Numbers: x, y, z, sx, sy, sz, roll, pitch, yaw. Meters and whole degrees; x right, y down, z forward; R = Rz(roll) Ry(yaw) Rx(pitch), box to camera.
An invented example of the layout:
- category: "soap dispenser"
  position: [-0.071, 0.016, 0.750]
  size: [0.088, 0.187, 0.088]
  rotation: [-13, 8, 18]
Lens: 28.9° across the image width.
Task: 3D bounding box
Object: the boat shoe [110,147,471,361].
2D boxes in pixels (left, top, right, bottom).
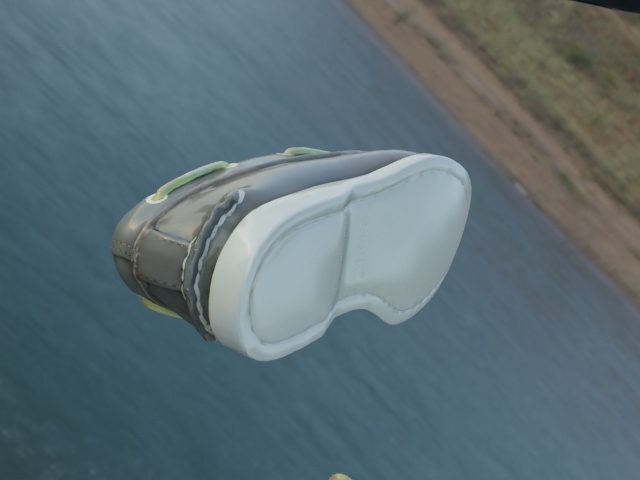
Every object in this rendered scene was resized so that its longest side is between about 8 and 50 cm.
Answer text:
- category: "boat shoe"
  position: [0.001, -0.004, 0.722]
  size: [0.091, 0.109, 0.305]
  rotation: [18, 14, 25]

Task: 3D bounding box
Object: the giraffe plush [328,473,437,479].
- category: "giraffe plush"
  position: [0.060, 0.225, 0.765]
  size: [0.170, 0.181, 0.210]
  rotation: [98, -11, -58]

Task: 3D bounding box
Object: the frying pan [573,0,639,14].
- category: "frying pan"
  position: [0.208, -0.047, 0.391]
  size: [0.053, 0.326, 0.197]
  rotation: [-67, 147, -47]
